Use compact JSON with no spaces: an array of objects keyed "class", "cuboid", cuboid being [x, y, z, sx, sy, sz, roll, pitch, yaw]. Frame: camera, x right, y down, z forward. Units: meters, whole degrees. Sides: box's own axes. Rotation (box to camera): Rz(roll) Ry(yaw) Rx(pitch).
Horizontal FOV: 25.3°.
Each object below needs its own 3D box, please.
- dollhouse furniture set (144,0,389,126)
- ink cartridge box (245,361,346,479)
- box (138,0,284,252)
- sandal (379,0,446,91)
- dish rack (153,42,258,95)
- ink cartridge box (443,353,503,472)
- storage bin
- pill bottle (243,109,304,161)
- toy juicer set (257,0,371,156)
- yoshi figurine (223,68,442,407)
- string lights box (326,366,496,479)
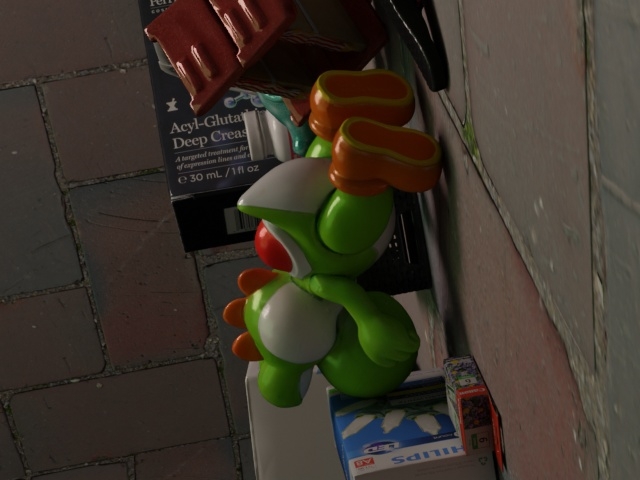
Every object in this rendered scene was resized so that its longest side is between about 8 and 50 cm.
[{"class":"dollhouse furniture set","cuboid":[-0.110,-0.315,1.523,0.201,0.152,0.374,3,-128,-57]},{"class":"ink cartridge box","cuboid":[0.012,0.227,1.945,0.270,0.198,0.197,-85,-11,-78]},{"class":"box","cuboid":[-0.121,-0.217,2.353,0.212,0.294,0.395,87,171,-65]},{"class":"sandal","cuboid":[0.075,-0.209,1.220,0.067,0.040,0.179,71,173,-73]},{"class":"dish rack","cuboid":[-0.085,-0.263,2.000,0.333,0.286,0.072,130,152,-86]},{"class":"ink cartridge box","cuboid":[0.138,0.158,1.292,0.115,0.029,0.063,-106,7,-66]},{"class":"storage bin","cuboid":[0.064,-0.005,1.610,0.180,0.084,0.122,-138,37,-84]},{"class":"pill bottle","cuboid":[-0.019,-0.153,1.919,0.087,0.160,0.087,170,90,-87]},{"class":"toy juicer set","cuboid":[0.002,-0.209,1.633,0.089,0.209,0.329,-5,-113,-51]},{"class":"yoshi figurine","cuboid":[0.042,0.024,1.418,0.203,0.203,0.362,34,128,22]},{"class":"string lights box","cuboid":[0.087,0.210,1.425,0.259,0.133,0.076,-116,16,-77]}]
